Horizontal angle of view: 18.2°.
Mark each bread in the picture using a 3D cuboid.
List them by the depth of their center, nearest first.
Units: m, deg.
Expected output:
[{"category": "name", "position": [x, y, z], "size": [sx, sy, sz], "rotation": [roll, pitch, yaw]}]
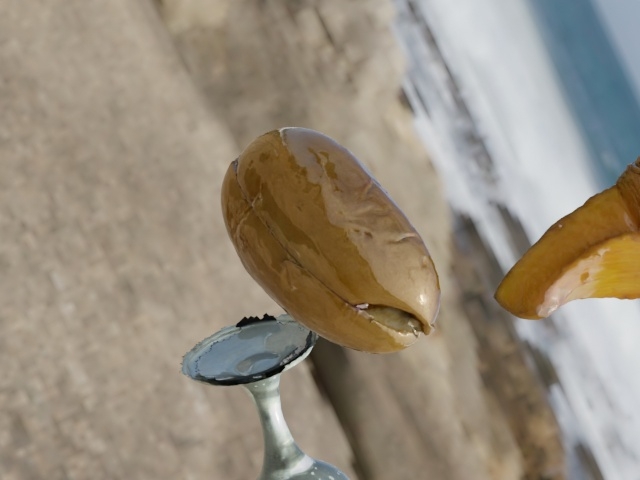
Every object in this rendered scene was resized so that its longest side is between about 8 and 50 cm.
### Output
[{"category": "bread", "position": [0.000, 0.000, 1.329], "size": [0.189, 0.114, 0.077], "rotation": [46, 22, 27]}]

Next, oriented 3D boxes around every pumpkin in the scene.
[{"category": "pumpkin", "position": [0.330, 0.003, 1.657], "size": [0.290, 0.258, 0.095], "rotation": [11, 59, -29]}]

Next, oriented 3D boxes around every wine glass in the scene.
[{"category": "wine glass", "position": [-0.030, 0.236, 1.981], "size": [0.143, 0.143, 0.321], "rotation": [-86, 160, -69]}]
